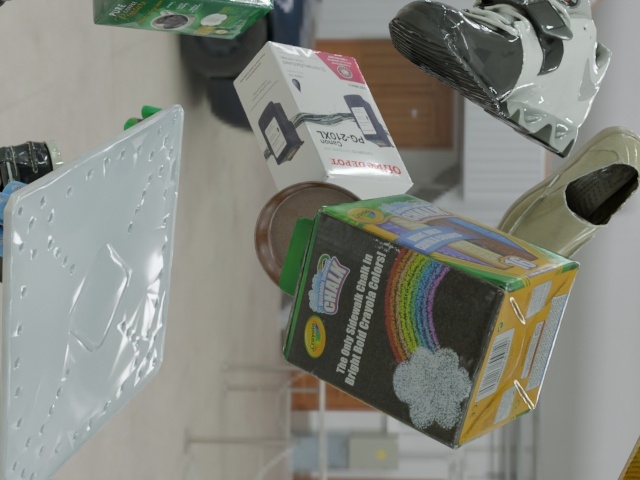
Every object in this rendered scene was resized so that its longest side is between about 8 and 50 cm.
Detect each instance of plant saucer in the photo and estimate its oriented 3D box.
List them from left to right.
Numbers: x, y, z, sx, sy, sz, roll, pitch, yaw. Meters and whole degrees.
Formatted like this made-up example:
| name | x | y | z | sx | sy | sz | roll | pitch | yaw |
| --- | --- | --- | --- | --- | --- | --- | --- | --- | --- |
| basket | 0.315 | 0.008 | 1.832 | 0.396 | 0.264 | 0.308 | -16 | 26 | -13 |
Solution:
| name | x | y | z | sx | sy | sz | roll | pitch | yaw |
| --- | --- | --- | --- | --- | --- | --- | --- | --- | --- |
| plant saucer | 0.000 | 0.000 | 1.541 | 0.029 | 0.168 | 0.168 | -61 | 152 | -66 |

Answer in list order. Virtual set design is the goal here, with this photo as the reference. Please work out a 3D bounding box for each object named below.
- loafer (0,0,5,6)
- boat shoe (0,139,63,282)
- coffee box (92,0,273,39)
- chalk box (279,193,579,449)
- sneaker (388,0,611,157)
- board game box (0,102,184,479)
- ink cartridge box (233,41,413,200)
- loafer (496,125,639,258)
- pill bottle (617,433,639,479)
| name | x | y | z | sx | sy | sz | roll | pitch | yaw |
| --- | --- | --- | --- | --- | --- | --- | --- | --- | --- |
| loafer | -0.379 | -0.333 | 1.345 | 0.095 | 0.109 | 0.302 | -44 | -148 | 23 |
| boat shoe | -0.367 | -0.030 | 1.439 | 0.084 | 0.079 | 0.233 | 59 | -38 | 29 |
| coffee box | -0.160 | -0.277 | 1.403 | 0.113 | 0.184 | 0.040 | -21 | -109 | 59 |
| chalk box | 0.088 | 0.063 | 1.273 | 0.179 | 0.289 | 0.180 | -10 | 120 | -53 |
| sneaker | 0.181 | -0.191 | 1.147 | 0.146 | 0.122 | 0.330 | -59 | 149 | 9 |
| board game box | -0.280 | 0.064 | 1.430 | 0.390 | 0.050 | 0.390 | -46 | 147 | -61 |
| ink cartridge box | 0.004 | -0.149 | 1.699 | 0.100 | 0.172 | 0.237 | -44 | -123 | 37 |
| loafer | 0.324 | -0.037 | 1.600 | 0.268 | 0.102 | 0.092 | -51 | -170 | 19 |
| pill bottle | 0.338 | 0.245 | 1.109 | 0.246 | 0.136 | 0.136 | -57 | 164 | -20 |
